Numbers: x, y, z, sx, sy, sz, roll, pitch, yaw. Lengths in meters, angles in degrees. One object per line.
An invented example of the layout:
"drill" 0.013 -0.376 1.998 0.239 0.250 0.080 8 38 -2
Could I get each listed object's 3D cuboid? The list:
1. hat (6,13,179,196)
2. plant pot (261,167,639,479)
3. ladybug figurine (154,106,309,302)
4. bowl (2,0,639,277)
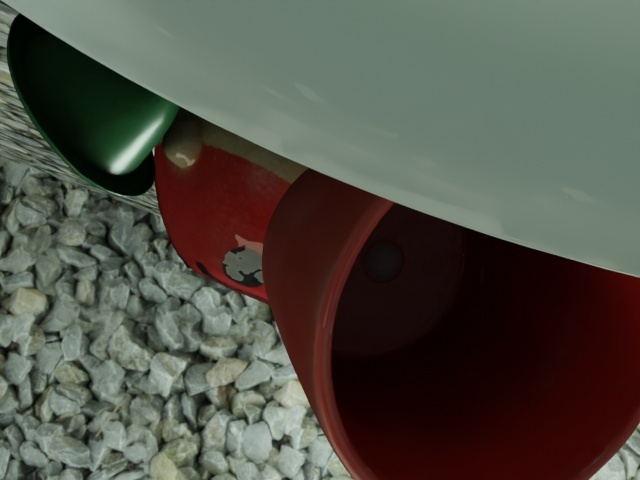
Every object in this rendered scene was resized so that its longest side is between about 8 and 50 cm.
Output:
"hat" -0.124 -0.147 0.772 0.173 0.183 0.209 43 -156 -40
"plant pot" 0.083 0.036 0.732 0.275 0.275 0.243 23 -178 -23
"ladybug figurine" 0.000 0.000 1.005 0.305 0.162 0.449 14 171 47
"bowl" 0.050 -0.092 0.227 0.297 0.134 0.298 20 174 2
